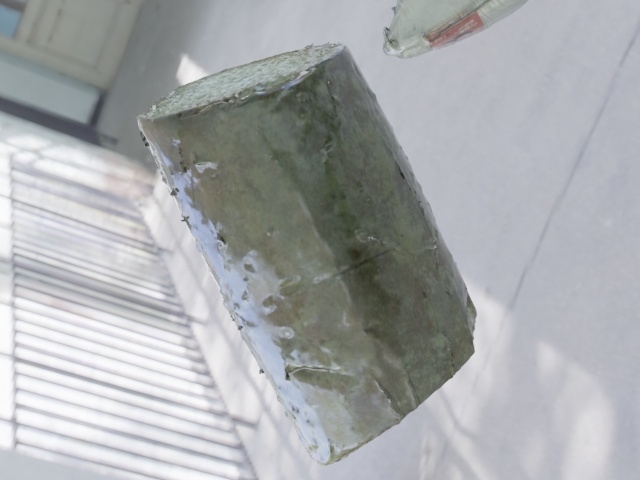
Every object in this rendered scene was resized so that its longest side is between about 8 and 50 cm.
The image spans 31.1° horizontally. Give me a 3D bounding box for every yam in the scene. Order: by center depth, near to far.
[{"bbox_3d":[0.000,0.000,0.777,0.161,0.268,0.161,-26,10,5],"label":"yam"}]

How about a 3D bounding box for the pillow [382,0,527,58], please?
[{"bbox_3d":[0.092,-0.153,0.598,0.128,0.051,0.229,-29,15,16],"label":"pillow"}]
